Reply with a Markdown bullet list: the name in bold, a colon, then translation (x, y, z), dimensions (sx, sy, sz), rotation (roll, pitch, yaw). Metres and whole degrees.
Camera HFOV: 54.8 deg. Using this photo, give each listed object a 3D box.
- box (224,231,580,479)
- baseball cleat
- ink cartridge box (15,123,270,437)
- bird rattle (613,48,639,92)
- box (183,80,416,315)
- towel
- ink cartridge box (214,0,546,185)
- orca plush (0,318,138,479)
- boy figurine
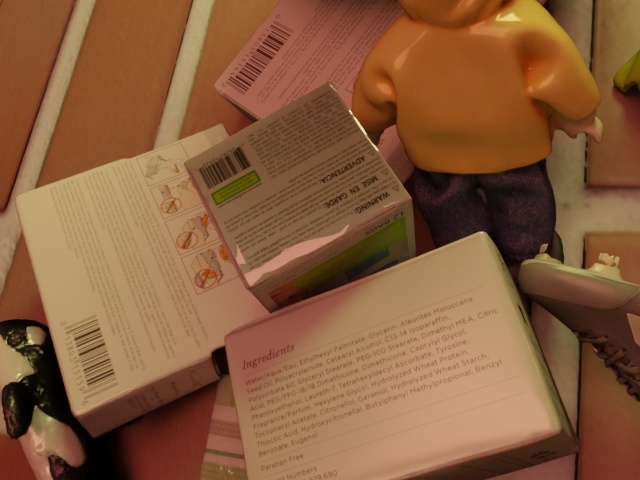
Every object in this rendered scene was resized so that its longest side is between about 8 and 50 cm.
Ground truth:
- **box**: translation (0.063, 0.105, 0.420), dimensions (0.181, 0.181, 0.119), rotation (-23, 62, 16)
- **baseball cleat**: translation (0.210, 0.085, 0.383), dimensions (0.205, 0.072, 0.110), rotation (23, 86, 3)
- **ink cartridge box**: translation (-0.159, 0.020, 0.628), dimensions (0.238, 0.060, 0.275), rotation (-23, 56, -15)
- **bird rattle**: translation (0.351, -0.193, 0.459), dimensions (0.253, 0.143, 0.207), rotation (-43, 69, -10)
- **box**: translation (0.000, 0.000, 0.464), dimensions (0.114, 0.203, 0.103), rotation (-29, 66, -3)
- **towel**: translation (-0.059, 0.195, 0.539), dimensions (0.113, 0.023, 0.152), rotation (-1, 70, 25)
- **ink cartridge box**: translation (0.072, -0.202, 0.605), dimensions (0.261, 0.066, 0.296), rotation (38, 90, 32)
- **orca plush**: translation (-0.219, 0.184, 0.580), dimensions (0.102, 0.151, 0.287), rotation (-25, 53, -20)
- **boy figurine**: translation (0.098, -0.100, 0.430), dimensions (0.177, 0.285, 0.092), rotation (-3, 30, 28)
